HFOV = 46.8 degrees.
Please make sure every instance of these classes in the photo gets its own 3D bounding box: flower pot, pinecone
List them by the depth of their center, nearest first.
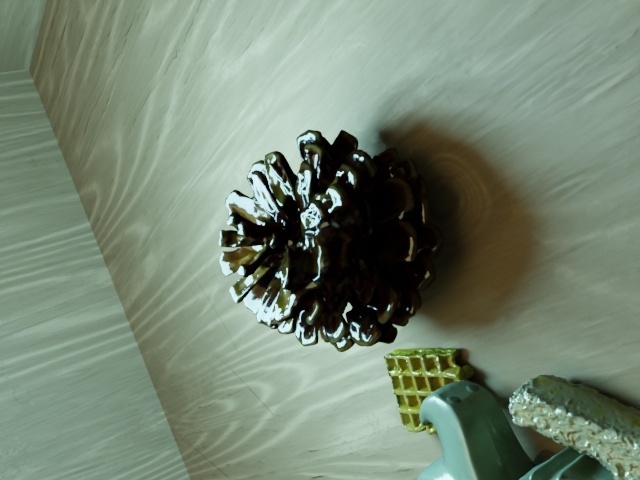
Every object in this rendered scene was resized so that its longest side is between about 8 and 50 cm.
[{"bbox_3d":[0.312,0.405,1.176,0.367,0.164,0.254,24,120,42],"label":"flower pot"},{"bbox_3d":[0.000,0.000,1.302,0.398,0.398,0.397,28,127,46],"label":"pinecone"}]

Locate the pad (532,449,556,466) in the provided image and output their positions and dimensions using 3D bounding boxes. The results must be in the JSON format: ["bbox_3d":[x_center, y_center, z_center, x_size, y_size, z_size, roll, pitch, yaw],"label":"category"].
[{"bbox_3d":[0.429,0.482,1.206,0.266,0.002,0.176,48,140,31],"label":"pad"}]

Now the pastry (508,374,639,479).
[{"bbox_3d":[0.394,0.272,1.055,0.258,0.121,0.089,25,129,46],"label":"pastry"}]

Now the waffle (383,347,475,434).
[{"bbox_3d":[0.217,0.281,1.367,0.211,0.055,0.160,-11,95,55],"label":"waffle"}]
